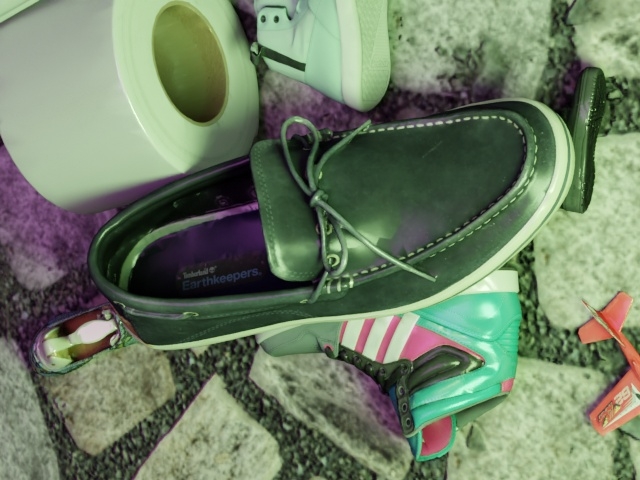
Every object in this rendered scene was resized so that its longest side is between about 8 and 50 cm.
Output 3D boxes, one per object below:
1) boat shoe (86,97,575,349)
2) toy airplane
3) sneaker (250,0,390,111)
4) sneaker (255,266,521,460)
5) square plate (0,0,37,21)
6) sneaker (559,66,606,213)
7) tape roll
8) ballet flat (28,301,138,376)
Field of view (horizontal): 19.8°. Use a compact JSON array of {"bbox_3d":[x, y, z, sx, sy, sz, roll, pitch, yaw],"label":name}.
[{"bbox_3d":[0.000,-0.018,1.759,0.500,0.156,0.187,-17,65,20],"label":"boat shoe"},{"bbox_3d":[0.300,0.115,1.759,0.151,0.028,0.151,4,97,29],"label":"toy airplane"},{"bbox_3d":[-0.008,-0.260,1.823,0.151,0.094,0.256,21,126,29],"label":"sneaker"},{"bbox_3d":[0.073,0.135,1.848,0.295,0.123,0.179,-12,81,30],"label":"sneaker"},{"bbox_3d":[-0.301,-0.324,1.920,0.347,0.344,0.049,-24,123,31],"label":"square plate"},{"bbox_3d":[0.219,-0.087,1.766,0.089,0.051,0.170,11,106,24],"label":"sneaker"},{"bbox_3d":[-0.198,-0.162,1.890,0.169,0.246,0.246,-14,89,32],"label":"tape roll"},{"bbox_3d":[-0.276,0.109,2.077,0.188,0.070,0.070,-26,83,31],"label":"ballet flat"}]
